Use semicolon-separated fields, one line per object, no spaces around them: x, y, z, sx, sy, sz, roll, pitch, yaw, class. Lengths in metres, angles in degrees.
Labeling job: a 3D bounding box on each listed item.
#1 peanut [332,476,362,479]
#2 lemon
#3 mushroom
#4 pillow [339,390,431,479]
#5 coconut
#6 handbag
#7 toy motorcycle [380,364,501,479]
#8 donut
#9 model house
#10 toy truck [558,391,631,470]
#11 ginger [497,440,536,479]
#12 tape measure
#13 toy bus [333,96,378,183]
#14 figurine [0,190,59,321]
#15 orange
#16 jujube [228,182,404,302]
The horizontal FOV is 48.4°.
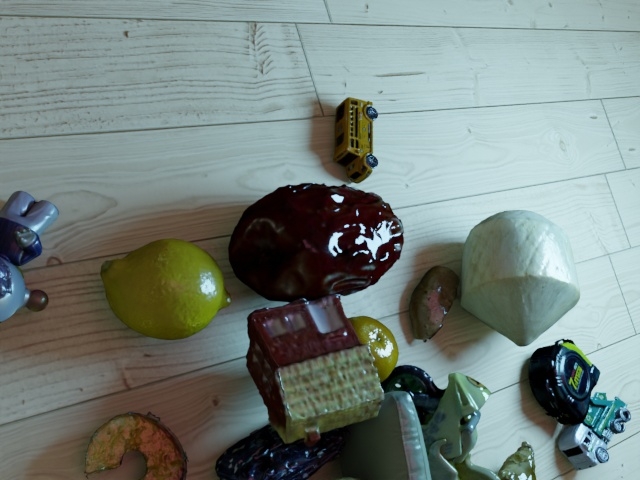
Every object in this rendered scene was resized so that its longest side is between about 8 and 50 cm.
-0.002;0.471;1.246;0.226;0.108;0.095;-6;86;-29;peanut
-0.277;0.087;1.284;0.244;0.187;0.186;13;68;-27;lemon
0.266;0.134;1.684;0.094;0.072;0.209;40;57;-5;mushroom
0.123;0.460;1.371;0.120;0.255;0.322;-1;76;-27;pillow
0.470;0.096;1.693;0.329;0.329;0.328;11;69;-30;coconut
-0.065;0.395;1.331;0.260;0.162;0.113;-20;84;-38;handbag
0.273;0.452;1.498;0.169;0.237;0.409;-3;77;-70;toy motorcycle
-0.316;0.379;1.231;0.181;0.078;0.146;37;57;-10;donut
-0.010;0.250;1.304;0.196;0.160;0.253;-9;48;-22;model house
0.693;0.477;1.827;0.116;0.110;0.216;45;56;3;toy truck
0.434;0.594;1.611;0.219;0.123;0.270;25;53;-33;ginger
0.613;0.346;1.813;0.186;0.112;0.199;49;50;-18;tape measure
0.079;-0.236;1.680;0.088;0.083;0.194;12;66;-25;toy bus
-0.525;0.038;1.176;0.194;0.133;0.274;43;53;3;figurine
0.086;0.237;1.507;0.155;0.134;0.154;21;41;-20;orange
0.000;0.000;1.450;0.377;0.258;0.258;-16;84;-34;jujube
